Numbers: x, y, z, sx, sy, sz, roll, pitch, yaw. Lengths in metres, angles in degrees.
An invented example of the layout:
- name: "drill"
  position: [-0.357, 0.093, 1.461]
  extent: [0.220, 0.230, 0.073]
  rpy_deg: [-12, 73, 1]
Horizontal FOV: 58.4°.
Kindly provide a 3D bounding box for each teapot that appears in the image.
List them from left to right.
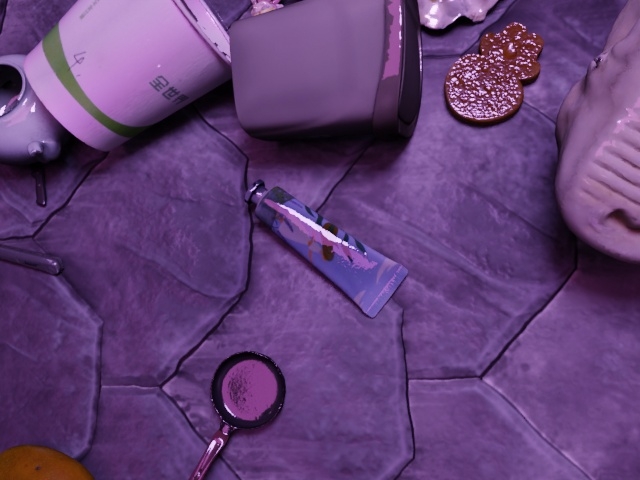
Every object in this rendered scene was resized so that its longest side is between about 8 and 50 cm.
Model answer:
- name: "teapot"
  position: [-0.513, -0.225, 0.962]
  extent: [0.193, 0.129, 0.294]
  rpy_deg: [-37, 74, -5]

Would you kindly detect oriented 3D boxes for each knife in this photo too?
- name: "knife"
  position: [-0.502, -0.138, 1.010]
  extent: [0.023, 0.010, 0.170]
  rpy_deg: [-14, 75, 1]

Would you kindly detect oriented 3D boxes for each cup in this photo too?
- name: "cup"
  position: [-0.289, -0.289, 0.896]
  extent: [0.273, 0.253, 0.253]
  rpy_deg: [-35, 75, 10]

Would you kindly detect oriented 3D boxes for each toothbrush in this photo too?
- name: "toothbrush"
  position: [-0.573, 0.013, 0.983]
  extent: [0.297, 0.030, 0.030]
  rpy_deg: [13, 107, 11]

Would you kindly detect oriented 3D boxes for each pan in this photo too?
- name: "pan"
  position: [-0.130, 0.266, 0.846]
  extent: [0.114, 0.040, 0.212]
  rpy_deg: [26, 77, 13]

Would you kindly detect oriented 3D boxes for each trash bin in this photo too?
- name: "trash bin"
  position: [0.016, -0.249, 0.835]
  extent: [0.249, 0.220, 0.220]
  rpy_deg: [-4, 92, 17]

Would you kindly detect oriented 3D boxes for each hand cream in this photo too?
- name: "hand cream"
  position: [0.000, 0.000, 0.874]
  extent: [0.271, 0.058, 0.091]
  rpy_deg: [38, 90, 9]

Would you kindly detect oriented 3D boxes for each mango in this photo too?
- name: "mango"
  position: [-0.408, 0.383, 0.848]
  extent: [0.227, 0.099, 0.136]
  rpy_deg: [27, 87, 23]

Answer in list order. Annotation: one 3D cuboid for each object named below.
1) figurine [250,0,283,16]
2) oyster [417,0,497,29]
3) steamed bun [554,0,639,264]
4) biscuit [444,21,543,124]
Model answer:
- name: "figurine"
  position: [-0.081, -0.400, 0.966]
  extent: [0.083, 0.083, 0.188]
  rpy_deg: [-10, 65, 8]
- name: "oyster"
  position: [0.222, -0.519, 0.892]
  extent: [0.237, 0.115, 0.352]
  rpy_deg: [-11, 92, -12]
- name: "steamed bun"
  position: [0.467, -0.155, 0.721]
  extent: [0.342, 0.255, 0.368]
  rpy_deg: [19, 112, -4]
- name: "biscuit"
  position: [0.271, -0.255, 0.889]
  extent: [0.124, 0.026, 0.175]
  rpy_deg: [42, 89, 14]
